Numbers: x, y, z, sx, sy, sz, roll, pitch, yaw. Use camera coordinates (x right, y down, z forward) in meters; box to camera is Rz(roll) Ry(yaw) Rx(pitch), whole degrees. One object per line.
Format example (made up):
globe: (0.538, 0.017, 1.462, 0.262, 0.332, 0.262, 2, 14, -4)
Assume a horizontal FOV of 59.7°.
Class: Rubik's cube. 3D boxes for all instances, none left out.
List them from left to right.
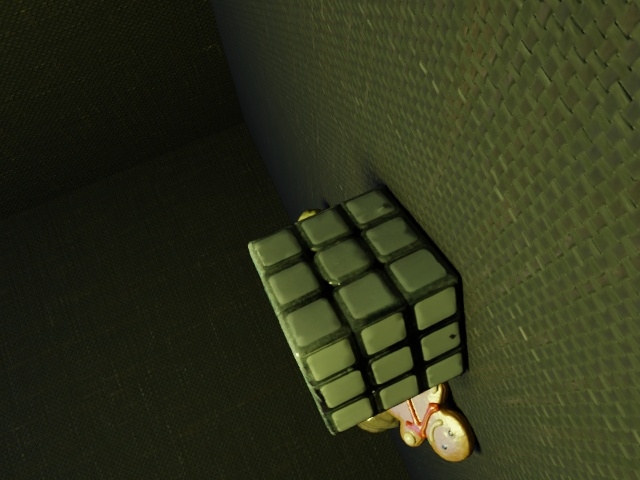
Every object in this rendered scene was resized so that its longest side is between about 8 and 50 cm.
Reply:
Rubik's cube: (0.072, 0.129, 1.078, 0.305, 0.304, 0.301, 57, 169, 46)

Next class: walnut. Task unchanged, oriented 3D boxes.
walnut: (0.178, 0.494, 1.828, 0.227, 0.273, 0.273, -11, -106, -58)

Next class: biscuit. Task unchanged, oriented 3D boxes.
biscuit: (0.233, 0.401, 1.348, 0.324, 0.049, 0.205, 41, 121, 35)

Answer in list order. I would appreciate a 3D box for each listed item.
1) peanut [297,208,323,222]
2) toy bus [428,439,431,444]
peanut: (0.000, 0.000, 1.944, 0.305, 0.147, 0.147, 71, 173, -62)
toy bus: (0.294, 0.473, 1.577, 0.190, 0.064, 0.075, 65, -174, 12)
